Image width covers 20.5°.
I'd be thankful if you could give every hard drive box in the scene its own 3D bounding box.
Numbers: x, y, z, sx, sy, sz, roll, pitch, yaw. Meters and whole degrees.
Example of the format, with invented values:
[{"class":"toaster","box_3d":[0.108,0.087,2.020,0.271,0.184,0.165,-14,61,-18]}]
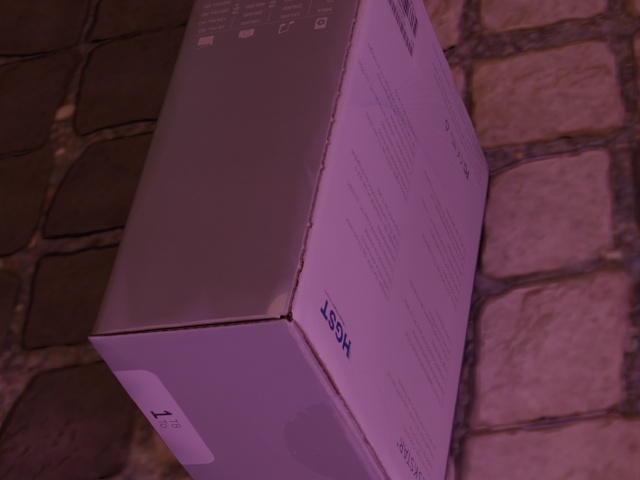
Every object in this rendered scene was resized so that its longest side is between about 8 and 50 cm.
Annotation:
[{"class":"hard drive box","box_3d":[0.000,0.000,0.787,0.089,0.181,0.232,-6,48,21]}]
